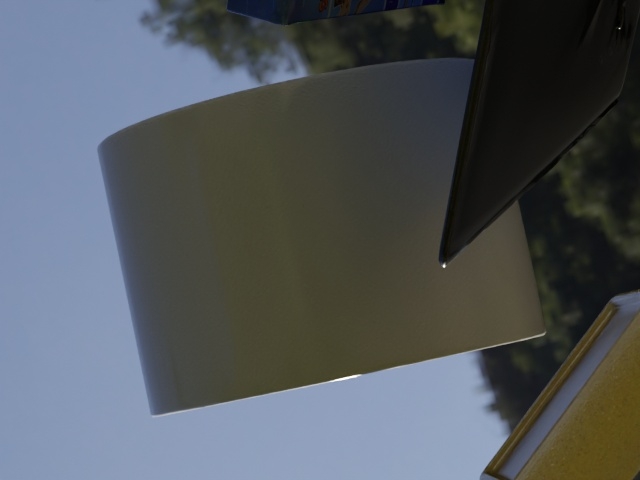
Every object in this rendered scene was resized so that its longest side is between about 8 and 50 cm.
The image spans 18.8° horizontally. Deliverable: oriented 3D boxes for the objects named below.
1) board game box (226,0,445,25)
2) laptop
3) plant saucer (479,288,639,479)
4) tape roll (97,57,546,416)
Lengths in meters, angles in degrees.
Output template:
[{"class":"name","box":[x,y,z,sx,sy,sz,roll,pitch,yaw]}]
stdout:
[{"class":"board game box","box":[0.023,-0.200,0.850,0.136,0.035,0.201,-16,-62,-55]},{"class":"laptop","box":[0.058,-0.258,0.989,0.408,0.236,0.382,47,-155,2]},{"class":"plant saucer","box":[0.262,0.162,1.844,0.081,0.333,0.333,37,176,2]},{"class":"tape roll","box":[0.000,0.000,1.162,0.246,0.246,0.169,-7,-96,-56]}]
